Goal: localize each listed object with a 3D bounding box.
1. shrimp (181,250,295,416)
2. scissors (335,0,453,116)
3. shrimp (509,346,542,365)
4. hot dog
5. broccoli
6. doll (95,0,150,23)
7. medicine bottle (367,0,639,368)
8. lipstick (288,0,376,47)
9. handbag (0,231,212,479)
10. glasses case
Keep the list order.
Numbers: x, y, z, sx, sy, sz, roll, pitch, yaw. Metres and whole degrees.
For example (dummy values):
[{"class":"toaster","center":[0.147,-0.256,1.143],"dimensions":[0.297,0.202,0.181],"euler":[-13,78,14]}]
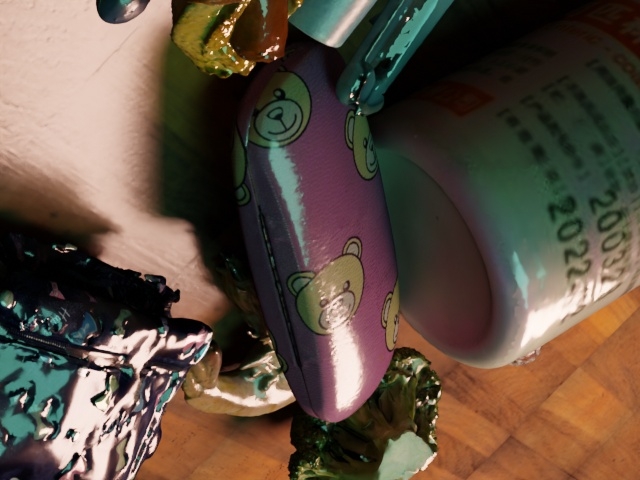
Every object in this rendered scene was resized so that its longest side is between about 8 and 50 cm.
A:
[{"class":"shrimp","center":[-0.062,0.075,1.471],"dimensions":[0.145,0.059,0.254],"euler":[-41,152,8]},{"class":"scissors","center":[0.133,-0.249,1.264],"dimensions":[0.393,0.032,0.180],"euler":[-54,151,3]},{"class":"shrimp","center":[0.181,0.031,1.699],"dimensions":[0.090,0.079,0.233],"euler":[-1,142,2]},{"class":"hot dog","center":[-0.038,-0.197,1.063],"dimensions":[0.123,0.093,0.262],"euler":[-25,135,-20]},{"class":"broccoli","center":[0.039,0.172,1.653],"dimensions":[0.162,0.138,0.146],"euler":[-13,109,-23]},{"class":"doll","center":[-0.091,-0.180,1.126],"dimensions":[0.125,0.027,0.037],"euler":[-46,152,-1]},{"class":"medicine bottle","center":[0.229,-0.075,1.465],"dimensions":[0.388,0.219,0.219],"euler":[-27,148,-24]},{"class":"lipstick","center":[0.067,-0.250,1.190],"dimensions":[0.068,0.061,0.274],"euler":[15,118,-47]},{"class":"handbag","center":[-0.185,0.084,1.255],"dimensions":[0.260,0.113,0.162],"euler":[21,102,-53]},{"class":"glasses case","center":[0.000,0.000,1.354],"dimensions":[0.123,0.075,0.316],"euler":[-53,144,-37]}]
